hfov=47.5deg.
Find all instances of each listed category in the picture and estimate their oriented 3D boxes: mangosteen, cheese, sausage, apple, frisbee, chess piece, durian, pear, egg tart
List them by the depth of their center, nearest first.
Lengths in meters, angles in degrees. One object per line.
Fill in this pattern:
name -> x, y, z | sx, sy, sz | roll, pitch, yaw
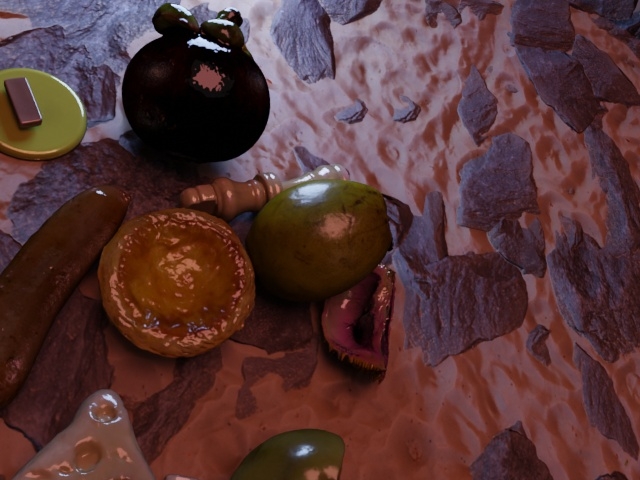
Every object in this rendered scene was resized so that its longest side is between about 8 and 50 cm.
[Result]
cheese -> -0.342, 0.385, 1.171 | 0.247, 0.174, 0.251 | 34, 46, -5
apple -> -0.020, 0.466, 1.240 | 0.291, 0.254, 0.292 | 10, 60, -18
sausage -> -0.499, 0.076, 1.295 | 0.136, 0.123, 0.501 | 10, 50, 14
egg tart -> -0.278, 0.086, 1.407 | 0.318, 0.128, 0.319 | 11, 61, -20
pear -> 0.000, 0.000, 1.511 | 0.306, 0.253, 0.253 | -13, 65, 0
frisbee -> -0.606, -0.268, 1.518 | 0.235, 0.017, 0.236 | 14, 56, -21
mangosteen -> -0.261, -0.319, 1.548 | 0.329, 0.330, 0.330 | 14, 56, -21
durian -> 0.084, 0.173, 1.558 | 0.186, 0.154, 0.261 | 20, 54, 10
chess piece -> -0.122, -0.099, 1.623 | 0.396, 0.117, 0.117 | -9, 66, -30

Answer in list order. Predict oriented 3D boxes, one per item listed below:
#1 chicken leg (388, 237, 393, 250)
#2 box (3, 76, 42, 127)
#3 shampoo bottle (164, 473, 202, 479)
chicken leg -> 0.068, 0.001, 1.690 | 0.233, 0.063, 0.105 | -2, 58, -28
box -> -0.612, -0.284, 1.496 | 0.048, 0.025, 0.115 | -18, 71, -30
shampoo bottle -> -0.242, 0.461, 1.255 | 0.072, 0.043, 0.099 | 17, 56, -18
